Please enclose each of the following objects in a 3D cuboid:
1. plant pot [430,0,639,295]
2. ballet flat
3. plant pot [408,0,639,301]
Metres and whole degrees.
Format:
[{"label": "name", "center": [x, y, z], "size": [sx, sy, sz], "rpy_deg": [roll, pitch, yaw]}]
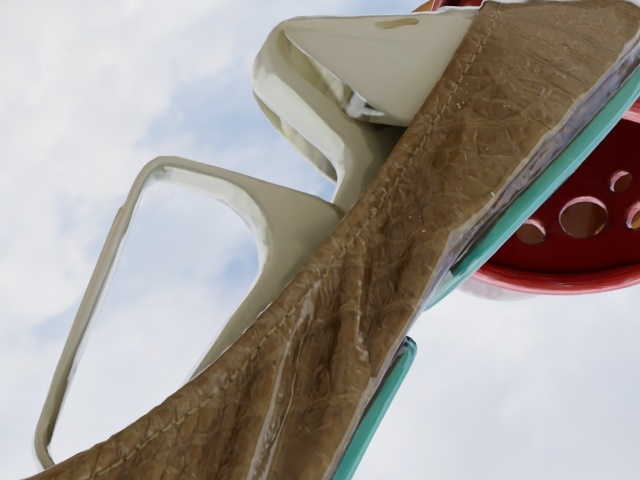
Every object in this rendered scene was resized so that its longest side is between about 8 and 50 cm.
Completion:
[{"label": "plant pot", "center": [0.149, -0.086, 0.694], "size": [0.191, 0.191, 0.174], "rpy_deg": [-14, -130, 32]}, {"label": "ballet flat", "center": [0.000, 0.000, 0.393], "size": [0.342, 0.124, 0.116], "rpy_deg": [-51, 180, -22]}, {"label": "plant pot", "center": [0.181, -0.071, 1.068], "size": [0.291, 0.203, 0.290], "rpy_deg": [-1, -114, 3]}]
